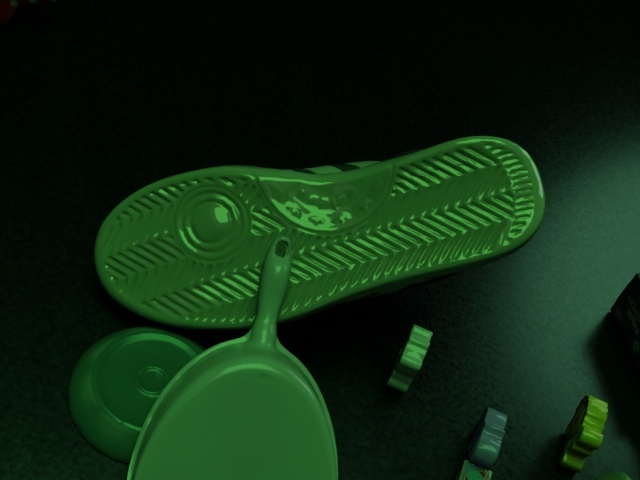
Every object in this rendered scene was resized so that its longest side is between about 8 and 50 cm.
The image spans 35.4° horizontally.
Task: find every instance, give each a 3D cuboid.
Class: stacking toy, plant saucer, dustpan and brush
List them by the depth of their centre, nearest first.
[{"bbox_3d":[-0.045,0.099,0.706,0.147,0.060,0.211,13,87,-10],"label":"dustpan and brush"},{"bbox_3d":[0.113,0.177,0.730,0.167,0.052,0.221,23,48,3],"label":"stacking toy"},{"bbox_3d":[-0.124,0.107,0.735,0.119,0.021,0.119,9,49,-11],"label":"plant saucer"}]

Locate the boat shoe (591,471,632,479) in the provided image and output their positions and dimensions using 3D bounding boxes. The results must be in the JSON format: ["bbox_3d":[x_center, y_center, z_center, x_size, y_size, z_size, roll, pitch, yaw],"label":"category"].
[{"bbox_3d":[0.140,0.251,0.632,0.081,0.079,0.227,44,75,-2],"label":"boat shoe"}]

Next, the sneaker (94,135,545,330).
[{"bbox_3d":[0.000,0.000,0.815,0.350,0.148,0.131,-7,86,3],"label":"sneaker"}]

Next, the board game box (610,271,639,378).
[{"bbox_3d":[0.377,0.119,0.857,0.194,0.060,0.194,0,51,-17],"label":"board game box"}]

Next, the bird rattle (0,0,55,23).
[{"bbox_3d":[-0.344,-0.239,0.855,0.253,0.207,0.143,-21,77,-20],"label":"bird rattle"}]
